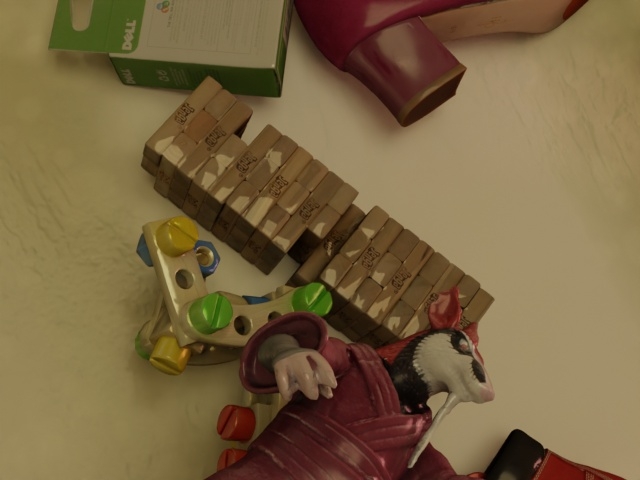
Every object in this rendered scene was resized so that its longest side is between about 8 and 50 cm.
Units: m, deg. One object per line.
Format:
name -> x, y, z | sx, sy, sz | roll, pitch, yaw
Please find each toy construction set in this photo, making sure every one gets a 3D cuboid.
toy construction set -> -0.075, 0.157, 0.880 | 0.215, 0.151, 0.328 | 17, 77, -34

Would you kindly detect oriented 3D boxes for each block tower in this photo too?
block tower -> 0.000, 0.000, 0.978 | 0.335, 0.091, 0.097 | 39, 70, 0

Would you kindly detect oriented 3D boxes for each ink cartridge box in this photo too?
ink cartridge box -> -0.134, -0.201, 1.009 | 0.209, 0.062, 0.109 | 5, 72, 5

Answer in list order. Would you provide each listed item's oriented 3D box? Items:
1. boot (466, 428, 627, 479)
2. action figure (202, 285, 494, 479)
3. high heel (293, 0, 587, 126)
boot -> 0.174, 0.296, 0.941 | 0.176, 0.088, 0.244 | 25, 69, 2
action figure -> -0.004, 0.183, 0.759 | 0.370, 0.275, 0.248 | -45, 103, -28
high heel -> 0.157, -0.277, 1.087 | 0.377, 0.127, 0.181 | -35, 77, -25
